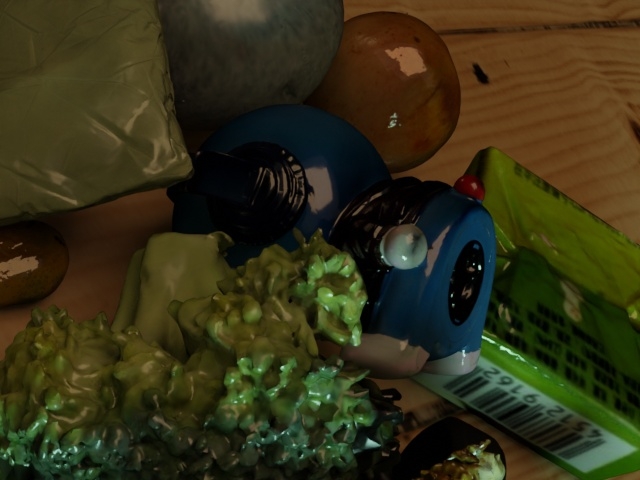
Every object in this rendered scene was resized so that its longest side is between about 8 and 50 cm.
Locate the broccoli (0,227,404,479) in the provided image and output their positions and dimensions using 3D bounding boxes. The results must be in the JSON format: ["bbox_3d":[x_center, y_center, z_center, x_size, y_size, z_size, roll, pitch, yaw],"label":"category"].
[{"bbox_3d":[-0.107,0.128,1.045,0.347,0.293,0.281,-4,56,5],"label":"broccoli"}]

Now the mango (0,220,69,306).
[{"bbox_3d":[-0.274,0.022,1.141,0.114,0.057,0.079,-29,81,-39],"label":"mango"}]

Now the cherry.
[{"bbox_3d":[-0.110,-0.231,1.357,0.255,0.218,0.296,37,50,9],"label":"cherry"}]

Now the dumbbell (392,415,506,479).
[{"bbox_3d":[0.173,0.276,1.214,0.218,0.152,0.152,31,43,-15],"label":"dumbbell"}]

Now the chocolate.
[{"bbox_3d":[0.249,0.089,1.444,0.300,0.137,0.289,33,43,-15],"label":"chocolate"}]

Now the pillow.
[{"bbox_3d":[-0.269,-0.136,1.167,0.274,0.076,0.281,-13,59,-1],"label":"pillow"}]

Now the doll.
[{"bbox_3d":[0.000,0.000,1.218,0.284,0.309,0.240,36,71,-60],"label":"doll"}]

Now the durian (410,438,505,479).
[{"bbox_3d":[0.078,0.318,1.052,0.195,0.305,0.186,-12,48,7],"label":"durian"}]

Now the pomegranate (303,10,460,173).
[{"bbox_3d":[0.067,-0.169,1.475,0.191,0.191,0.191,21,46,-24],"label":"pomegranate"}]
